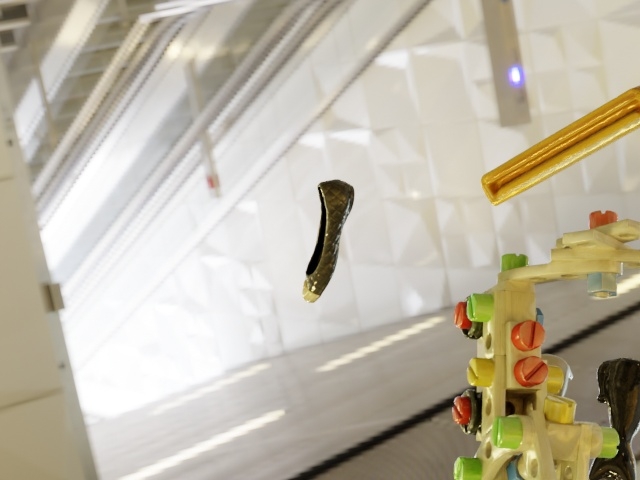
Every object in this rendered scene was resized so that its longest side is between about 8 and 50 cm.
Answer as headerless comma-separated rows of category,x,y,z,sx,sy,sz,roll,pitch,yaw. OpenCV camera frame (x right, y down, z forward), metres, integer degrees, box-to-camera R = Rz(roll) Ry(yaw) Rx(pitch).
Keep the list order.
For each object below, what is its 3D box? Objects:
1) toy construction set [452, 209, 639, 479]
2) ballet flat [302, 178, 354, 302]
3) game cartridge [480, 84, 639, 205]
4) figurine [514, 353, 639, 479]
toy construction set,0.217,0.122,1.103,0.151,0.328,0.215,20,162,-7
ballet flat,0.000,0.000,1.427,0.049,0.173,0.057,7,-158,-19
game cartridge,0.410,-0.166,1.539,0.323,0.053,0.285,-28,177,-44
figurine,0.408,0.291,1.775,0.215,0.092,0.209,0,-127,26
